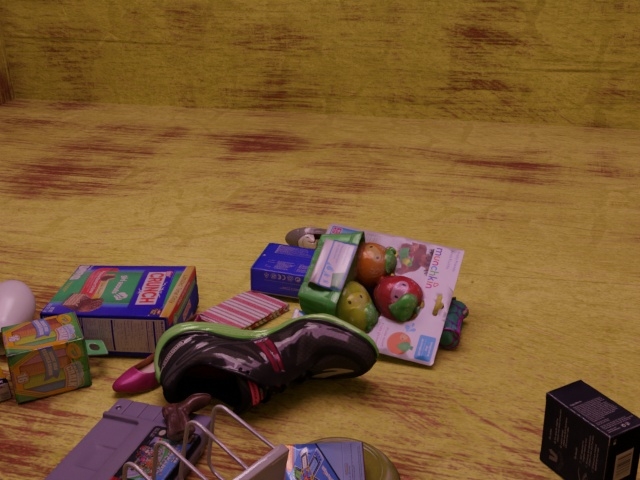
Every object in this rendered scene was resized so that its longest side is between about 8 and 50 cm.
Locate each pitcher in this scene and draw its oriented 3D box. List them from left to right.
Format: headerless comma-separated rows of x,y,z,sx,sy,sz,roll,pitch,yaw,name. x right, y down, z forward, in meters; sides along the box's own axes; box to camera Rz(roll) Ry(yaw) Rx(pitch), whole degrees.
-0.798,0.199,1.993,0.178,0.125,0.207,-16,36,6,pitcher

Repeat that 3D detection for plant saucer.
0.029,0.436,1.500,0.241,0.037,0.241,-1,25,0,plant saucer

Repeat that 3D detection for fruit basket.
0.136,0.111,1.943,0.353,0.165,0.327,10,58,20,fruit basket

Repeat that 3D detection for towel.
-0.194,0.185,2.073,0.144,0.029,0.197,19,29,37,towel

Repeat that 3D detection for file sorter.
-0.215,0.424,1.314,0.173,0.193,0.278,33,39,28,file sorter

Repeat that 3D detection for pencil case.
0.316,0.200,1.952,0.070,0.064,0.151,-22,16,27,pencil case

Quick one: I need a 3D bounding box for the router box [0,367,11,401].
-0.788,0.328,1.780,0.179,0.046,0.133,-17,29,-29,router box

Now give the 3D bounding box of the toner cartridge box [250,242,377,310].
0.002,0.094,2.170,0.348,0.075,0.165,8,25,13,toner cartridge box

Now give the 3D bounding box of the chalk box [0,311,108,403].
-0.591,0.254,1.823,0.213,0.132,0.132,-13,28,-23,chalk box

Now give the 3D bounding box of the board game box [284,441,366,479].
0.010,0.465,1.379,0.145,0.027,0.281,-1,38,-1,board game box

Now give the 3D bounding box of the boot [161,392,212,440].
-0.254,0.346,1.586,0.106,0.037,0.114,-18,19,-14,boot

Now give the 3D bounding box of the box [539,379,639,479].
0.490,0.365,1.475,0.093,0.156,0.158,-14,27,-26,box

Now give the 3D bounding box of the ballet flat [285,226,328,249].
0.000,0.000,2.402,0.213,0.072,0.068,-1,29,1,ballet flat

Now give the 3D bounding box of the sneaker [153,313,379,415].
-0.113,0.281,1.734,0.483,0.185,0.202,-5,43,1,sneaker

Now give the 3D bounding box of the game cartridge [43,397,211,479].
-0.372,0.429,1.523,0.230,0.068,0.355,3,25,20,game cartridge

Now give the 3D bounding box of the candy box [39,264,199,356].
-0.488,0.168,2.014,0.317,0.122,0.268,2,25,5,candy box

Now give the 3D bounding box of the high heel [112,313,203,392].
-0.362,0.254,1.824,0.244,0.117,0.082,-19,30,-33,high heel
